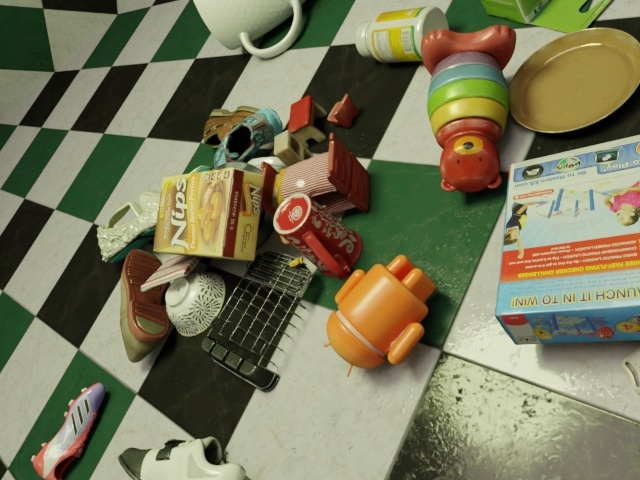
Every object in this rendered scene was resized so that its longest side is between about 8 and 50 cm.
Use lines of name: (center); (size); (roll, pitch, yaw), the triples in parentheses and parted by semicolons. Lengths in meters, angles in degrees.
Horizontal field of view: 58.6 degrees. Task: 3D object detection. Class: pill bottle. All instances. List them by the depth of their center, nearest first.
pill bottle: (0.186, -0.481, 1.348); (0.208, 0.117, 0.118); (13, 71, 44)

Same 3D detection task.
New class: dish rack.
dish rack: (-0.125, 0.155, 1.207); (0.208, 0.074, 0.272); (16, 71, 43)

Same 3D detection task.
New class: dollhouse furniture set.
dollhouse furniture set: (-0.011, -0.220, 1.306); (0.201, 0.152, 0.375); (-19, 51, 30)

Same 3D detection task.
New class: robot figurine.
robot figurine: (0.098, 0.130, 0.995); (0.158, 0.128, 0.219); (42, 92, 4)

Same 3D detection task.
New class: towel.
towel: (-0.343, 0.058, 1.420); (0.144, 0.029, 0.197); (-21, 20, 27)

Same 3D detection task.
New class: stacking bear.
stacking bear: (0.278, -0.229, 1.072); (0.175, 0.164, 0.289); (0, 70, 11)

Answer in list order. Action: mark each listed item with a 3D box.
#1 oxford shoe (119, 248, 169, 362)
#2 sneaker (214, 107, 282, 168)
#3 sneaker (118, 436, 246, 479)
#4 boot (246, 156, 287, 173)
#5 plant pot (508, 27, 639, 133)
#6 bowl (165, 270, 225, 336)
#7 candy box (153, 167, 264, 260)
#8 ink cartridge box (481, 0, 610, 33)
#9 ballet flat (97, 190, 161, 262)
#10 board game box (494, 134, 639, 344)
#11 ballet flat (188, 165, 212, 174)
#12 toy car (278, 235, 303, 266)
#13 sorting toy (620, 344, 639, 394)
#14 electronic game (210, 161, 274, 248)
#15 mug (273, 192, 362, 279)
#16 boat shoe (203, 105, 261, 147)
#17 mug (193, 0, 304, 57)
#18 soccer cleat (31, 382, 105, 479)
oxford shoe: (-0.470, 0.156, 1.461); (0.130, 0.122, 0.348); (-54, 31, 24)
sneaker: (-0.215, -0.244, 1.447); (0.261, 0.104, 0.125); (-35, 0, 44)
sneaker: (-0.262, 0.444, 1.104); (0.330, 0.123, 0.146); (4, 47, 43)
boot: (-0.184, -0.122, 1.446); (0.258, 0.095, 0.124); (-13, 66, 37)
plant pot: (0.464, -0.287, 1.045); (0.236, 0.032, 0.237); (-22, 50, 29)
bowl: (-0.318, 0.137, 1.371); (0.170, 0.080, 0.170); (-22, 50, 28)
candy box: (-0.257, -0.054, 1.270); (0.316, 0.087, 0.183); (2, 83, 48)
ink cartridge box: (0.475, -0.543, 1.165); (0.189, 0.097, 0.255); (-48, 42, 2)
ballet flat: (-0.488, -0.058, 1.574); (0.408, 0.147, 0.147); (-24, 49, 30)
board game box: (0.423, -0.010, 0.812); (0.308, 0.086, 0.302); (-10, 47, 35)
ballet flat: (-0.380, -0.155, 1.645); (0.168, 0.057, 0.052); (-49, 33, 1)
toy car: (-0.068, 0.006, 1.203); (0.040, 0.060, 0.122); (-24, 27, 8)
sorting toy: (0.440, 0.165, 0.754); (0.075, 0.044, 0.083); (-46, 39, 34)
electronic game: (-0.208, -0.077, 1.385); (0.229, 0.048, 0.230); (0, 89, 20)
mug: (0.004, -0.009, 1.136); (0.150, 0.169, 0.113); (24, 78, 47)
boat shoe: (-0.226, -0.300, 1.587); (0.307, 0.110, 0.105); (11, 73, 54)
mug: (-0.184, -0.748, 1.765); (0.327, 0.276, 0.375); (-21, 80, 19)
soccer cleat: (-0.593, 0.467, 1.388); (0.095, 0.083, 0.248); (31, 78, 18)
